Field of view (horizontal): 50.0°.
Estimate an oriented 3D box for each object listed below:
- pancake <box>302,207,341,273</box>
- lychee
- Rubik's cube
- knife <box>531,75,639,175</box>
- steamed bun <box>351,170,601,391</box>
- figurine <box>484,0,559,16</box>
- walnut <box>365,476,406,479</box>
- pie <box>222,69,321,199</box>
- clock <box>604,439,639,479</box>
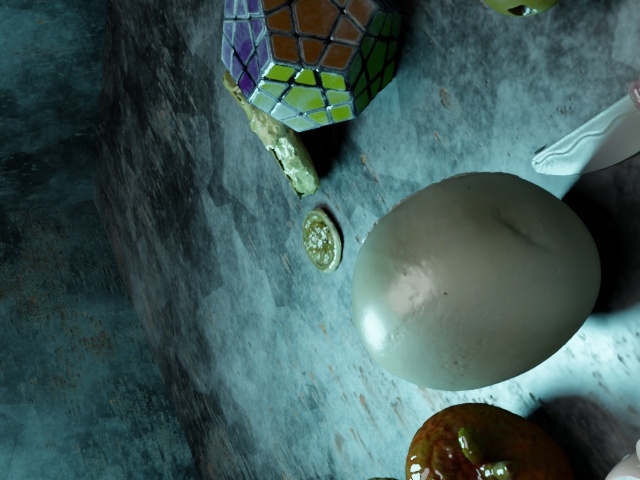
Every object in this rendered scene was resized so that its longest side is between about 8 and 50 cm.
[{"bbox_3d":[0.001,0.000,1.523,0.151,0.025,0.152,33,129,53],"label":"pancake"},{"bbox_3d":[0.244,0.362,1.012,0.255,0.255,0.300,57,-177,33],"label":"lychee"},{"bbox_3d":[-0.016,-0.349,1.183,0.319,0.319,0.264,25,148,55],"label":"Rubik's cube"},{"bbox_3d":[0.374,-0.148,0.831,0.081,0.043,0.336,63,154,12],"label":"knife"},{"bbox_3d":[0.203,0.071,0.898,0.324,0.324,0.206,111,147,-44],"label":"steamed bun"},{"bbox_3d":[0.242,-0.410,0.806,0.342,0.166,0.285,-154,63,-80],"label":"figurine"},{"bbox_3d":[0.138,0.593,1.242,0.277,0.251,0.313,48,-152,-49],"label":"walnut"},{"bbox_3d":[-0.098,-0.232,1.417,0.340,0.083,0.339,61,-178,-3],"label":"pie"},{"bbox_3d":[0.442,0.345,0.794,0.241,0.142,0.227,98,149,-48],"label":"clock"}]
